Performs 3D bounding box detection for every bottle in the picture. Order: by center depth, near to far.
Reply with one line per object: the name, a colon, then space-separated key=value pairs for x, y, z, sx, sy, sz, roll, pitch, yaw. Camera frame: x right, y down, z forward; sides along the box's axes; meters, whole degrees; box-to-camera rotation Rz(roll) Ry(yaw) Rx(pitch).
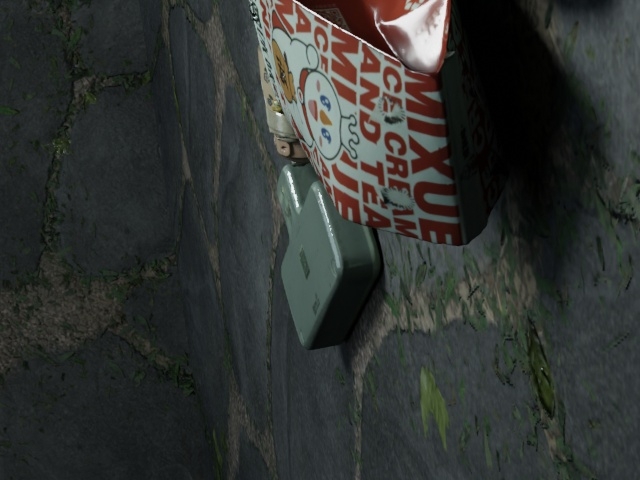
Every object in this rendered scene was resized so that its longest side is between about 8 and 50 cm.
bottle: x=-0.017 y=-0.150 z=1.459 sx=0.099 sy=0.098 sz=0.152 roll=-125 pitch=28 yaw=-64

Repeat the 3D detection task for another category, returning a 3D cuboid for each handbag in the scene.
handbag: x=0.043 y=-0.134 z=1.004 sx=0.298 sy=0.151 sz=0.171 roll=-115 pitch=9 yaw=-53

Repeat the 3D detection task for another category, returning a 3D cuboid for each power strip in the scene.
power strip: x=0.001 y=0.000 z=1.525 sx=0.265 sy=0.059 sz=0.194 roll=112 pitch=144 yaw=-65
